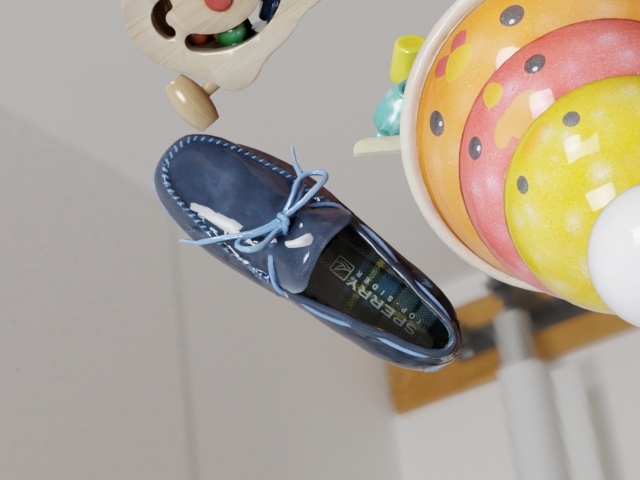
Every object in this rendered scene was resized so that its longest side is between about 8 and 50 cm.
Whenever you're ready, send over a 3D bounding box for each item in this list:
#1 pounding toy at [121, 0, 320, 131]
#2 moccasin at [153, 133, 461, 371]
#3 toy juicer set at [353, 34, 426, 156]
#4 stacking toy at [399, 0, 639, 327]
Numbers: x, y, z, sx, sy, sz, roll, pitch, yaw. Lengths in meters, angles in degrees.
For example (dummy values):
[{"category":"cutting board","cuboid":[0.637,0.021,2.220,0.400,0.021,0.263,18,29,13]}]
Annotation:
[{"category":"pounding toy","cuboid":[-0.097,-0.249,1.641,0.154,0.269,0.155,39,-154,-9]},{"category":"moccasin","cuboid":[0.000,0.000,1.559,0.342,0.137,0.117,30,173,-5]},{"category":"toy juicer set","cuboid":[0.180,-0.184,2.423,0.329,0.209,0.089,-69,-17,-51]},{"category":"stacking toy","cuboid":[0.264,-0.054,1.422,0.350,0.351,0.480,58,-174,-17]}]
